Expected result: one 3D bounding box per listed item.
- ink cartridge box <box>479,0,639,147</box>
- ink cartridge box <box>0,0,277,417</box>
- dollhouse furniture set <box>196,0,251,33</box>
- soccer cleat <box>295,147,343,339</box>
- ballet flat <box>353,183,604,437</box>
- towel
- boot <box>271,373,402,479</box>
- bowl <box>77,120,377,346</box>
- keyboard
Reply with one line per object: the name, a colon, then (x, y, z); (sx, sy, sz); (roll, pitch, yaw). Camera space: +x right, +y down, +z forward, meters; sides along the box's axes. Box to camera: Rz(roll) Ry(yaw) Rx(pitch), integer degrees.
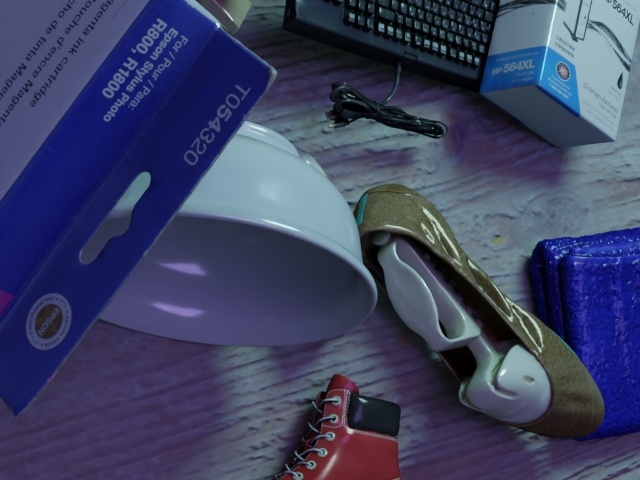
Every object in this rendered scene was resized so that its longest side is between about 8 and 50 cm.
ink cartridge box: (0.268, -0.224, 1.317); (0.148, 0.086, 0.203); (26, 72, -37)
ink cartridge box: (-0.240, -0.091, 0.936); (0.324, 0.330, 0.071); (-53, 144, 5)
dollhouse furniture set: (-0.134, -0.238, 1.090); (0.135, 0.262, 0.259); (34, 43, -12)
soccer cleat: (0.000, 0.000, 1.193); (0.068, 0.076, 0.196); (-10, 85, -24)
ballet flat: (0.147, 0.091, 1.201); (0.342, 0.116, 0.124); (51, 30, -5)
towel: (0.389, 0.090, 1.342); (0.308, 0.076, 0.228); (-7, 84, -24)
boot: (-0.027, 0.217, 1.144); (0.244, 0.088, 0.176); (2, 80, -31)
bowl: (-0.094, -0.017, 1.050); (0.297, 0.298, 0.134); (14, 65, -20)
keyboard: (0.088, -0.199, 1.227); (0.317, 0.033, 0.202); (9, 86, -41)
